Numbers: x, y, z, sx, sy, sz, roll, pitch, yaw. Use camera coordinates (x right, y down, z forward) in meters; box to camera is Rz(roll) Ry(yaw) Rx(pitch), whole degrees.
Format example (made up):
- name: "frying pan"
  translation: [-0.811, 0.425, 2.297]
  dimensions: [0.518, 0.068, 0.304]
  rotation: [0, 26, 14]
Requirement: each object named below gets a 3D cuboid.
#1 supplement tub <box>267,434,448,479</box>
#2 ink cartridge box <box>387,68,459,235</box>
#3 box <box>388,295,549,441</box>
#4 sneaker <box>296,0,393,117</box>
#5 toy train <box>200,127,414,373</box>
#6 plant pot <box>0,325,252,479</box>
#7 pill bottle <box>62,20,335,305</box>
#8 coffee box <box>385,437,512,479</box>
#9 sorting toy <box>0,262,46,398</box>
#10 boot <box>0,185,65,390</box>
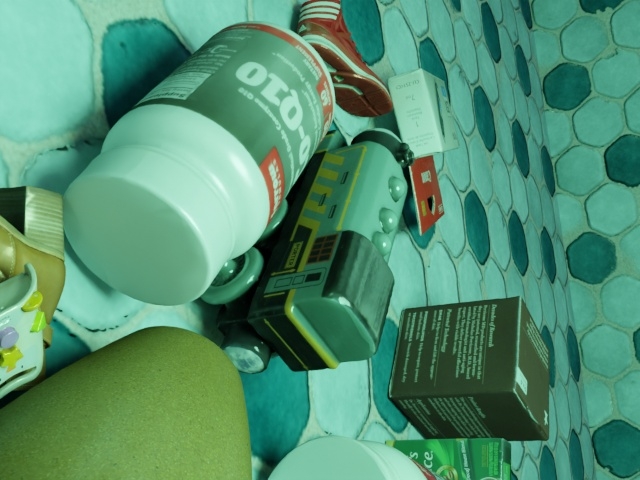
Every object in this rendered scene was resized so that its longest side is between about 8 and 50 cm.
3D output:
- name: "supplement tub"
  translation: [0.071, 0.340, 0.766]
  dimensions: [0.272, 0.191, 0.191]
  rotation: [43, 46, -46]
- name: "ink cartridge box"
  translation: [0.204, -0.162, 1.214]
  dimensions: [0.296, 0.066, 0.261]
  rotation: [-28, 105, -70]
- name: "box"
  translation: [0.242, 0.211, 1.081]
  dimensions: [0.168, 0.203, 0.167]
  rotation: [53, 39, -38]
- name: "sneaker"
  translation: [0.045, -0.284, 1.022]
  dimensions: [0.221, 0.086, 0.128]
  rotation: [32, 56, -53]
- name: "toy train"
  translation: [0.000, 0.000, 0.755]
  dimensions: [0.142, 0.190, 0.334]
  rotation: [57, 37, -34]
- name: "plant pot"
  translation: [-0.141, 0.175, 0.464]
  dimensions: [0.254, 0.237, 0.237]
  rotation: [-72, 141, -61]
- name: "pill bottle"
  translation: [-0.101, -0.081, 0.640]
  dimensions: [0.161, 0.161, 0.283]
  rotation: [61, 35, -28]
- name: "coffee box"
  translation: [0.173, 0.337, 0.946]
  dimensions: [0.040, 0.184, 0.113]
  rotation: [39, 50, -44]
- name: "sorting toy"
  translation: [-0.208, 0.069, 0.438]
  dimensions: [0.083, 0.044, 0.075]
  rotation: [-34, 139, -43]
- name: "boot"
  translation: [-0.255, 0.030, 0.445]
  dimensions: [0.197, 0.072, 0.153]
  rotation: [12, 77, -52]
